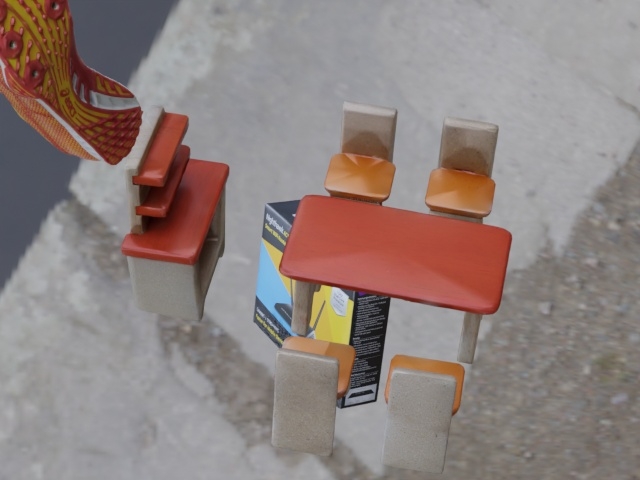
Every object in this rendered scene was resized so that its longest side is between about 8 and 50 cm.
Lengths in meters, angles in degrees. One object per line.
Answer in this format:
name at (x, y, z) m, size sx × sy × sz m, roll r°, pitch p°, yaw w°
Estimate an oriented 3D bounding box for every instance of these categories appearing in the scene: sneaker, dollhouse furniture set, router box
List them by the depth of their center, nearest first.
sneaker at (-0.161, -0.097, 0.866) m, size 0.067 × 0.175 × 0.064 m, roll 15°, pitch 63°, yaw 26°
dollhouse furniture set at (0.000, 0.000, 1.087) m, size 0.259 × 0.135 × 0.262 m, roll 9°, pitch 45°, yaw 6°
router box at (-0.001, 0.057, 1.492) m, size 0.179 × 0.046 × 0.133 m, roll 40°, pitch 130°, yaw 51°
